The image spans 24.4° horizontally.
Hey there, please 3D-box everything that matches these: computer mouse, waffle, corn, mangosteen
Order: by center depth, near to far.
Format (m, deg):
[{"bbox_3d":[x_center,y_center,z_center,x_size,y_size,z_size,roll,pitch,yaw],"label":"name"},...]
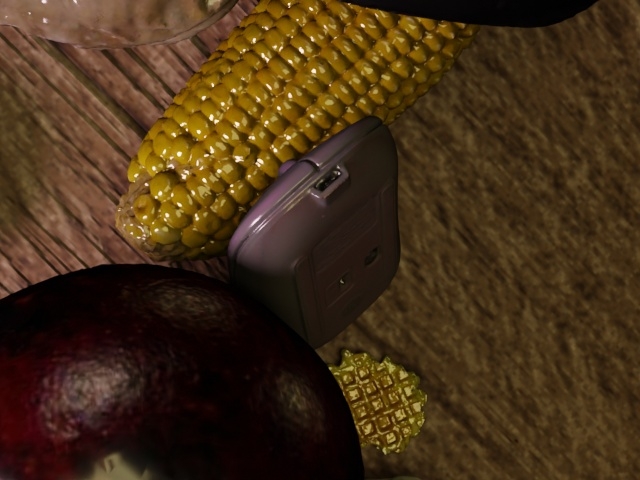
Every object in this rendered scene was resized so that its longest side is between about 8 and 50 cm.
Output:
[{"bbox_3d":[-0.121,0.162,0.842,0.297,0.293,0.297,2,115,4],"label":"mangosteen"},{"bbox_3d":[-0.001,-0.001,0.906,0.120,0.232,0.057,-42,71,-12],"label":"computer mouse"},{"bbox_3d":[-0.001,-0.106,0.941,0.119,0.119,0.322,44,90,-12],"label":"corn"},{"bbox_3d":[0.032,0.115,1.015,0.085,0.016,0.078,10,93,-14],"label":"waffle"}]

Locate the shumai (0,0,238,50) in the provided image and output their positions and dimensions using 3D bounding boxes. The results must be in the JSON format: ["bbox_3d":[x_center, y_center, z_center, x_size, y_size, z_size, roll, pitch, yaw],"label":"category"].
[{"bbox_3d":[-0.158,-0.189,0.863,0.218,0.185,0.184,4,76,-18],"label":"shumai"}]

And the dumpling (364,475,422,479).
[{"bbox_3d":[0.001,0.247,0.980,0.151,0.124,0.229,32,81,23],"label":"dumpling"}]

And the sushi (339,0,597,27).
[{"bbox_3d":[0.087,-0.303,0.811,0.327,0.285,0.329,6,109,-6],"label":"sushi"}]
